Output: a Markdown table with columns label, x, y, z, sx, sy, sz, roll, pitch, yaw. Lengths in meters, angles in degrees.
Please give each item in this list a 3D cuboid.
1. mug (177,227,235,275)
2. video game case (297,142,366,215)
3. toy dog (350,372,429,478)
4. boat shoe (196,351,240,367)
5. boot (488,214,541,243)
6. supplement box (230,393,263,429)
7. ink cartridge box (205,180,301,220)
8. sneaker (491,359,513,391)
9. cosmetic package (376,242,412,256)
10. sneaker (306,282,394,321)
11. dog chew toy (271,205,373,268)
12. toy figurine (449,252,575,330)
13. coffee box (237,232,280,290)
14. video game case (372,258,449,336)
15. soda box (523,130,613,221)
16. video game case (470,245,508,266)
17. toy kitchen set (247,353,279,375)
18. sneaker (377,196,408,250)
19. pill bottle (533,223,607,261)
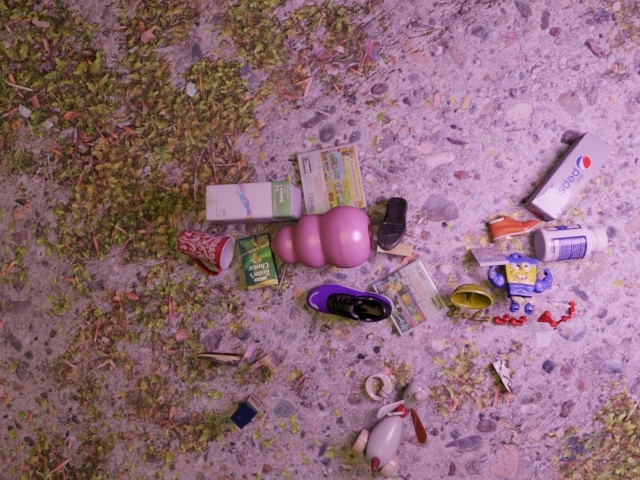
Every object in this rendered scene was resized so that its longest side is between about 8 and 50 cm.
| label | x | y | z | sx | sy | sz | roll | pitch | yaw |
| --- | --- | --- | --- | --- | --- | --- | --- | --- | --- |
| mug | -0.401 | 0.039 | 1.550 | 0.170 | 0.113 | 0.150 | 16 | 88 | 10 |
| video game case | 0.038 | -0.206 | 1.551 | 0.207 | 0.026 | 0.226 | -10 | 86 | 6 |
| toy dog | 0.226 | 0.609 | 1.437 | 0.221 | 0.161 | 0.333 | 13 | 90 | 6 |
| boat shoe | -0.356 | 0.416 | 1.559 | 0.153 | 0.056 | 0.049 | 3 | 83 | 6 |
| boot | 0.633 | -0.052 | 1.468 | 0.158 | 0.059 | 0.084 | -17 | 82 | 6 |
| supplement box | -0.249 | 0.581 | 1.528 | 0.056 | 0.083 | 0.083 | 44 | 93 | 6 |
| ink cartridge box | -0.215 | -0.120 | 1.486 | 0.279 | 0.201 | 0.116 | -2 | 87 | 7 |
| sneaker | 0.603 | 0.441 | 1.463 | 0.044 | 0.040 | 0.109 | -26 | 86 | 3 |
| cosmetic package | 0.247 | 0.026 | 1.504 | 0.115 | 0.060 | 0.041 | 9 | 90 | 5 |
| sneaker | 0.089 | 0.205 | 1.461 | 0.294 | 0.146 | 0.102 | 5 | 95 | 12 |
| dog chew toy | 0.000 | 0.000 | 1.468 | 0.333 | 0.207 | 0.206 | -8 | 87 | 13 |
| toy figurine | 0.605 | 0.139 | 1.451 | 0.364 | 0.191 | 0.217 | 5 | 59 | 13 |
| coffee box | -0.213 | 0.074 | 1.561 | 0.113 | 0.040 | 0.183 | -11 | 87 | 6 |
| video game case | 0.302 | 0.192 | 1.512 | 0.184 | 0.023 | 0.201 | -30 | 86 | 4 |
| soda box | 0.788 | -0.199 | 1.437 | 0.098 | 0.091 | 0.286 | 37 | 92 | 7 |
| video game case | 0.541 | 0.049 | 1.444 | 0.087 | 0.122 | 0.011 | -5 | 113 | 6 |
| toy kitchen set | -0.200 | 0.445 | 1.534 | 0.083 | 0.068 | 0.075 | -33 | 85 | 5 |
| sneaker | 0.233 | -0.026 | 1.450 | 0.087 | 0.227 | 0.130 | 7 | 134 | 11 |
| pill bottle | 0.788 | 0.006 | 1.421 | 0.187 | 0.112 | 0.111 | -5 | 88 | 6 |
